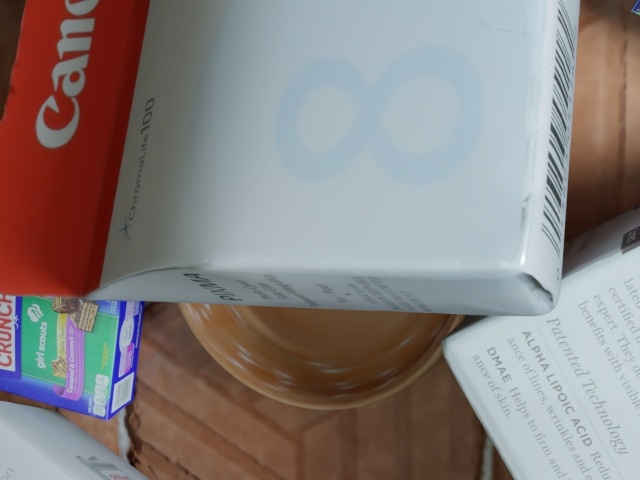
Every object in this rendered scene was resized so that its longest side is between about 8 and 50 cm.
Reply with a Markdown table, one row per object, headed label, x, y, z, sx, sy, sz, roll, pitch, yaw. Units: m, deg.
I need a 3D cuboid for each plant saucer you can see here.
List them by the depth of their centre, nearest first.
| label | x | y | z | sx | sy | sz | roll | pitch | yaw |
| --- | --- | --- | --- | --- | --- | --- | --- | --- | --- |
| plant saucer | 0.000 | 0.000 | 0.674 | 0.200 | 0.037 | 0.199 | 4 | 100 | 22 |

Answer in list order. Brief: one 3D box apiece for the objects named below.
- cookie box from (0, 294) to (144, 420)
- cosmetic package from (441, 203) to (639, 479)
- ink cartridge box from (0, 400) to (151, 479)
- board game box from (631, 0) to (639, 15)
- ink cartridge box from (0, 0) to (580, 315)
| label | x | y | z | sx | sy | sz | roll | pitch | yaw |
| --- | --- | --- | --- | --- | --- | --- | --- | --- | --- |
| cookie box | -0.175 | 0.059 | 0.747 | 0.107 | 0.040 | 0.091 | 13 | 105 | 16 |
| cosmetic package | 0.187 | 0.059 | 0.574 | 0.184 | 0.151 | 0.151 | -30 | 90 | 20 |
| ink cartridge box | -0.143 | 0.256 | 0.680 | 0.283 | 0.117 | 0.207 | 31 | 87 | 21 |
| board game box | 0.280 | -0.133 | 0.567 | 0.201 | 0.035 | 0.136 | 29 | 108 | 10 |
| ink cartridge box | -0.065 | -0.124 | 0.579 | 0.385 | 0.091 | 0.308 | 1 | 74 | 20 |
